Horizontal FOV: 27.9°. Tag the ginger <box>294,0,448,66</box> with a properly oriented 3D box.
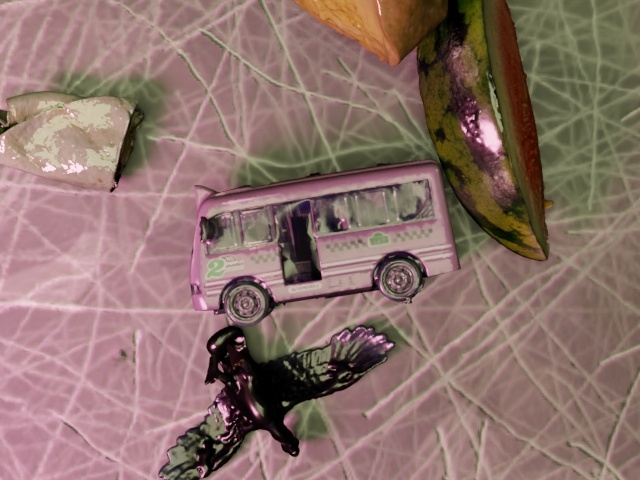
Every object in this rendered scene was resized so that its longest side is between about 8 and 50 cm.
[{"bbox_3d":[0.080,-0.258,0.906,0.270,0.123,0.219,-41,52,-11],"label":"ginger"}]

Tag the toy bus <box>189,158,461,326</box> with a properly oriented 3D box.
[{"bbox_3d":[0.000,0.000,0.960,0.199,0.096,0.108,-9,90,1],"label":"toy bus"}]

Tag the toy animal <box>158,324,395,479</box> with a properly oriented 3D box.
[{"bbox_3d":[-0.048,0.121,0.998,0.220,0.062,0.108,-37,110,4],"label":"toy animal"}]

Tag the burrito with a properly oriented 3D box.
[{"bbox_3d":[-0.200,-0.082,0.988,0.118,0.044,0.074,12,93,0],"label":"burrito"}]

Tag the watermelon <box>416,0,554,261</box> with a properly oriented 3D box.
[{"bbox_3d":[0.129,-0.102,0.942,0.063,0.119,0.245,-15,86,38],"label":"watermelon"}]
